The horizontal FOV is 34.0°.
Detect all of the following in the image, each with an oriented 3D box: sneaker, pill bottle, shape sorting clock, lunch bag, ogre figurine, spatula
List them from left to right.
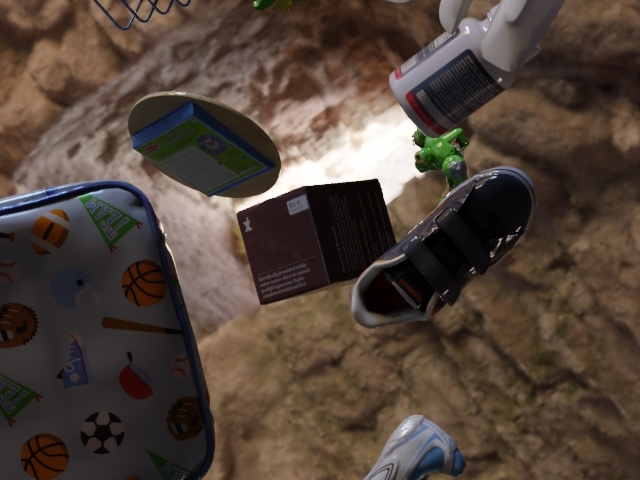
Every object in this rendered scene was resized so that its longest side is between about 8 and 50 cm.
[{"bbox_3d":[-0.234,0.096,0.913,0.115,0.243,0.303,179,-104,-78],"label":"lunch bag"},{"bbox_3d":[-0.148,-0.121,1.338,0.206,0.206,0.040,49,47,-47],"label":"shape sorting clock"},{"bbox_3d":[0.054,0.283,1.068,0.086,0.237,0.085,44,19,17],"label":"sneaker"},{"bbox_3d":[0.173,0.026,1.491,0.126,0.321,0.127,47,27,-2],"label":"sneaker"},{"bbox_3d":[0.208,-0.136,1.765,0.118,0.097,0.197,65,15,-56],"label":"ogre figurine"},{"bbox_3d":[0.189,-0.224,1.355,0.108,0.180,0.108,44,25,-26],"label":"pill bottle"},{"bbox_3d":[0.159,-0.276,0.854,0.019,0.242,0.168,9,25,-47],"label":"spatula"}]

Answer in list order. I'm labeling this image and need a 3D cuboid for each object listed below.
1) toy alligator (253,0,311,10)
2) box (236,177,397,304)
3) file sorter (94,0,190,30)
[{"bbox_3d":[-0.024,-0.418,1.668,0.051,0.190,0.056,62,12,-54],"label":"toy alligator"},{"bbox_3d":[0.000,0.000,1.771,0.203,0.168,0.167,-10,84,-49],"label":"box"},{"bbox_3d":[-0.245,-0.394,1.527,0.118,0.170,0.104,48,41,-38],"label":"file sorter"}]
